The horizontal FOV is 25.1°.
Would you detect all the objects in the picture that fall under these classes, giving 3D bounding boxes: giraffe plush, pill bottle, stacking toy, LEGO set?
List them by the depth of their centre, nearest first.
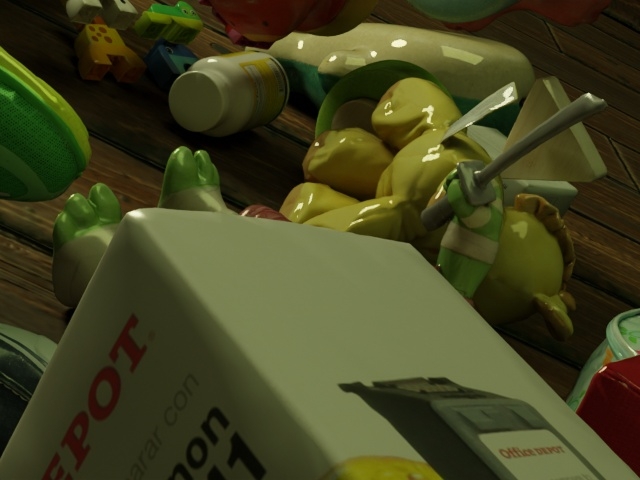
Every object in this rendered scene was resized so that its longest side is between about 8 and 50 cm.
[{"bbox_3d":[0.096,-0.005,1.006,0.170,0.210,0.181,46,45,-28],"label":"giraffe plush"},{"bbox_3d":[0.055,-0.148,1.060,0.309,0.279,0.130,-8,5,39],"label":"stacking toy"},{"bbox_3d":[-0.075,-0.118,1.156,0.065,0.065,0.116,34,21,12],"label":"pill bottle"},{"bbox_3d":[-0.151,-0.183,1.170,0.227,0.087,0.093,-1,51,-53],"label":"LEGO set"}]

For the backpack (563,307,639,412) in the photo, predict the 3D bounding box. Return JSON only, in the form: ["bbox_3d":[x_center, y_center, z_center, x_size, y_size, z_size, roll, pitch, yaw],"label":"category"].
[{"bbox_3d":[0.270,0.137,0.873,0.253,0.191,0.225,35,21,27],"label":"backpack"}]

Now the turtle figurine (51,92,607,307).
[{"bbox_3d":[0.000,0.000,0.749,0.266,0.198,0.274,21,-28,29],"label":"turtle figurine"}]

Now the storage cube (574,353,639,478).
[{"bbox_3d":[0.199,0.168,0.659,0.193,0.215,0.184,33,21,26],"label":"storage cube"}]

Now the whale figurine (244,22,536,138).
[{"bbox_3d":[0.059,-0.126,1.308,0.272,0.141,0.216,13,10,30],"label":"whale figurine"}]

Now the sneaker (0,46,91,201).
[{"bbox_3d":[-0.258,-0.048,0.678,0.296,0.109,0.123,9,66,-6],"label":"sneaker"}]

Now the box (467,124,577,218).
[{"bbox_3d":[0.131,-0.029,1.169,0.102,0.101,0.087,43,24,31],"label":"box"}]

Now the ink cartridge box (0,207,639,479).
[{"bbox_3d":[0.016,0.168,0.392,0.131,0.226,0.306,9,27,-45],"label":"ink cartridge box"}]

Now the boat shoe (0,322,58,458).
[{"bbox_3d":[-0.180,0.062,0.618,0.183,0.065,0.083,28,25,15],"label":"boat shoe"}]
